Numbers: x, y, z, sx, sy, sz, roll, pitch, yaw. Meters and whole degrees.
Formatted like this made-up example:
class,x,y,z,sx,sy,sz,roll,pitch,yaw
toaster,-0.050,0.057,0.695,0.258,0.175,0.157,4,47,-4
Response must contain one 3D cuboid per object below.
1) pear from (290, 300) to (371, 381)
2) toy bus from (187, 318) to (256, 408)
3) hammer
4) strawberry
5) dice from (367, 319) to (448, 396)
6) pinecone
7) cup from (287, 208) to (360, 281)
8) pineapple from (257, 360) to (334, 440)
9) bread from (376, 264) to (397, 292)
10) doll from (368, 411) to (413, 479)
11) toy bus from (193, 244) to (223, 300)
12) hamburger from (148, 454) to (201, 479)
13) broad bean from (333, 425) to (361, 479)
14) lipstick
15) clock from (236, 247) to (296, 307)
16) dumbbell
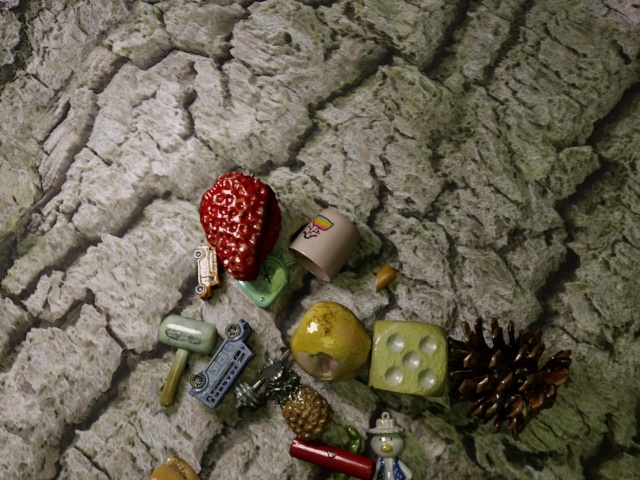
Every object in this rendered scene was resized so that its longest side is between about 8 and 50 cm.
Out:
class,x,y,z,sx,sy,sz,roll,pitch,yaw
pear,0.035,0.334,1.630,0.271,0.271,0.271,-1,74,3
toy bus,-0.314,0.411,1.689,0.133,0.125,0.292,34,80,5
hammer,-0.480,0.418,1.712,0.201,0.113,0.306,13,80,9
strawberry,-0.276,-0.030,1.699,0.295,0.317,0.345,15,60,-23
dice,0.276,0.380,1.610,0.233,0.238,0.227,5,75,3
pinecone,0.560,0.393,1.559,0.384,0.384,0.385,-1,74,3
cup,0.000,0.000,1.776,0.252,0.191,0.200,24,70,43
pineapple,-0.085,0.502,1.616,0.157,0.158,0.279,-39,92,-8
bread,0.220,0.134,1.781,0.103,0.049,0.062,-36,76,-9
doll,0.221,0.698,1.586,0.138,0.119,0.293,-10,73,24
toy bus,-0.400,0.116,1.798,0.088,0.083,0.195,-7,73,0
hamburger,-0.433,0.904,1.492,0.286,0.268,0.446,12,74,2
broad bean,0.085,0.714,1.624,0.070,0.048,0.214,14,74,7
lipstick,0.036,0.689,1.583,0.279,0.073,0.073,8,74,23
clock,-0.183,0.129,1.794,0.211,0.066,0.159,-44,77,-10
dumbbell,-0.192,0.465,1.685,0.110,0.110,0.254,40,73,12
